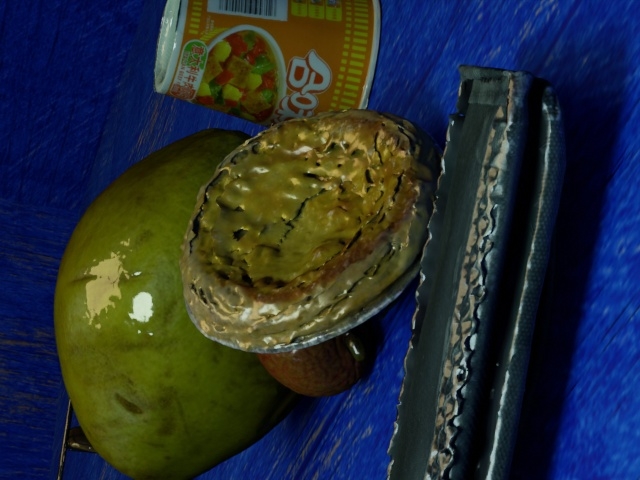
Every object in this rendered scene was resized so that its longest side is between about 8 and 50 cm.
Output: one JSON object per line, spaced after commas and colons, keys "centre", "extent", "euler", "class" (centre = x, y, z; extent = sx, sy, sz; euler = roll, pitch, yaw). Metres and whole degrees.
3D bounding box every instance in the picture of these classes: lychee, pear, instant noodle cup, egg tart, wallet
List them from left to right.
{"centre": [-0.113, 0.059, 1.739], "extent": [0.321, 0.269, 0.269], "euler": [-66, 13, 1], "class": "pear"}
{"centre": [-0.055, -0.175, 1.815], "extent": [0.168, 0.185, 0.168], "euler": [-170, 90, -78], "class": "instant noodle cup"}
{"centre": [-0.002, 0.068, 1.574], "extent": [0.140, 0.101, 0.114], "euler": [139, 138, -69], "class": "lychee"}
{"centre": [0.000, 0.000, 1.495], "extent": [0.094, 0.234, 0.234], "euler": [53, -157, -40], "class": "egg tart"}
{"centre": [0.096, 0.061, 1.227], "extent": [0.237, 0.075, 0.342], "euler": [-136, 55, -82], "class": "wallet"}

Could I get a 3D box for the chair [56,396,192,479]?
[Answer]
{"centre": [-0.233, 0.247, 2.329], "extent": [0.172, 0.158, 0.247], "euler": [-139, 59, -78], "class": "chair"}
